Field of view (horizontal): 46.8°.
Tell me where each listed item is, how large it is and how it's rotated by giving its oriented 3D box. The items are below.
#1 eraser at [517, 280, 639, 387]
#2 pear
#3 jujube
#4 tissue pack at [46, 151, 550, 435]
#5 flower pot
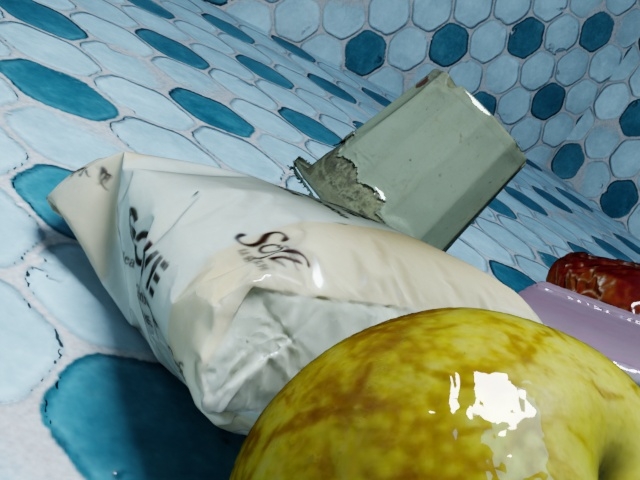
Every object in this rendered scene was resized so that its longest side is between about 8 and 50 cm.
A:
[{"bbox_3d":[0.410,0.177,0.955,0.359,0.122,0.272,20,15,27],"label":"eraser"},{"bbox_3d":[0.075,0.173,0.410,0.281,0.280,0.280,28,20,-11],"label":"pear"},{"bbox_3d":[0.520,0.122,1.307,0.216,0.216,0.342,26,13,-16],"label":"jujube"},{"bbox_3d":[-0.026,0.051,0.698,0.390,0.195,0.376,15,12,-38],"label":"tissue pack"},{"bbox_3d":[0.134,-0.094,1.062,0.290,0.259,0.290,44,9,-9],"label":"flower pot"}]
